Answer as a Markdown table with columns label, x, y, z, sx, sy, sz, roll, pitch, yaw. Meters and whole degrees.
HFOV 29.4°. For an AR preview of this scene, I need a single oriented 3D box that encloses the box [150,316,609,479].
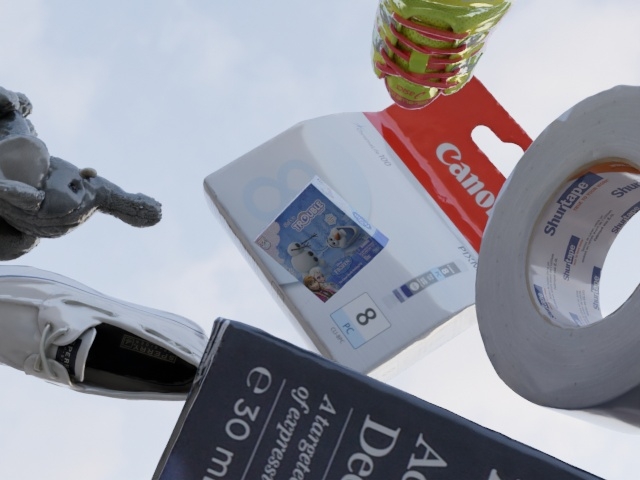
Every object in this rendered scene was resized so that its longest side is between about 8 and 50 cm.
| label | x | y | z | sx | sy | sz | roll | pitch | yaw |
| --- | --- | --- | --- | --- | --- | --- | --- | --- | --- |
| box | 0.062 | 0.264 | 0.672 | 0.395 | 0.293 | 0.212 | 23 | -14 | -1 |

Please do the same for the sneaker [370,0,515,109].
| label | x | y | z | sx | sy | sz | roll | pitch | yaw |
| --- | --- | --- | --- | --- | --- | --- | --- | --- | --- |
| sneaker | 0.066 | -0.119 | 0.690 | 0.081 | 0.208 | 0.094 | 19 | -86 | 6 |

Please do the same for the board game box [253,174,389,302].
| label | x | y | z | sx | sy | sz | roll | pitch | yaw |
| --- | --- | --- | --- | --- | --- | --- | --- | --- | --- |
| board game box | 0.000 | 0.000 | 1.114 | 0.090 | 0.020 | 0.090 | 41 | -57 | -6 |

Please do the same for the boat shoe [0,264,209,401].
| label | x | y | z | sx | sy | sz | roll | pitch | yaw |
| --- | --- | --- | --- | --- | --- | --- | --- | --- | --- |
| boat shoe | -0.226 | 0.096 | 1.119 | 0.267 | 0.088 | 0.096 | 19 | -78 | -15 |

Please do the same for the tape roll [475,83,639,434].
| label | x | y | z | sx | sy | sz | roll | pitch | yaw |
| --- | --- | --- | --- | --- | --- | --- | --- | --- | --- |
| tape roll | 0.199 | 0.012 | 0.791 | 0.072 | 0.219 | 0.219 | 19 | -48 | -30 |

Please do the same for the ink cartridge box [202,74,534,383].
| label | x | y | z | sx | sy | sz | roll | pitch | yaw |
| --- | --- | --- | --- | --- | --- | --- | --- | --- | --- |
| ink cartridge box | 0.103 | -0.039 | 1.437 | 0.308 | 0.385 | 0.091 | 53 | -12 | 23 |

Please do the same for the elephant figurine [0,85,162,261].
| label | x | y | z | sx | sy | sz | roll | pitch | yaw |
| --- | --- | --- | --- | --- | --- | --- | --- | --- | --- |
| elephant figurine | -0.336 | -0.061 | 1.379 | 0.186 | 0.169 | 0.239 | -47 | -118 | 2 |
